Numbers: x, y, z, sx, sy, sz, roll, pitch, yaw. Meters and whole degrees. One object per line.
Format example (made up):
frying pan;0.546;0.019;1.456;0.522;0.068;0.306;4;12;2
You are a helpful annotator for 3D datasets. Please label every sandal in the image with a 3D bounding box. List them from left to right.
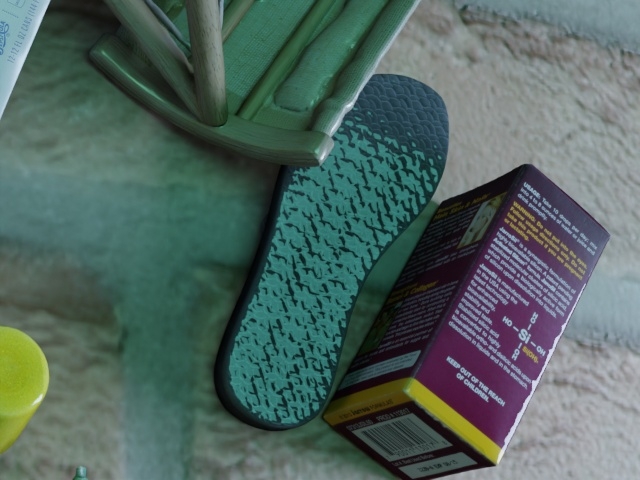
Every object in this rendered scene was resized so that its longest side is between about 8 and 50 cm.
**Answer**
sandal;-0.001;0.000;1.034;0.097;0.054;0.254;32;72;-10

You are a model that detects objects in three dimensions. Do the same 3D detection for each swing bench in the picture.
swing bench;-0.039;-0.225;0.988;0.253;0.165;0.254;-57;144;-30

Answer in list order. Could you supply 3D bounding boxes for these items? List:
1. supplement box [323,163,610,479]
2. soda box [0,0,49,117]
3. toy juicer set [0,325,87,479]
supplement box;0.095;0.054;1.035;0.081;0.104;0.188;40;60;-15
soda box;-0.226;-0.056;0.839;0.091;0.098;0.286;24;84;-22
toy juicer set;-0.213;0.209;0.819;0.209;0.089;0.329;48;50;-5
